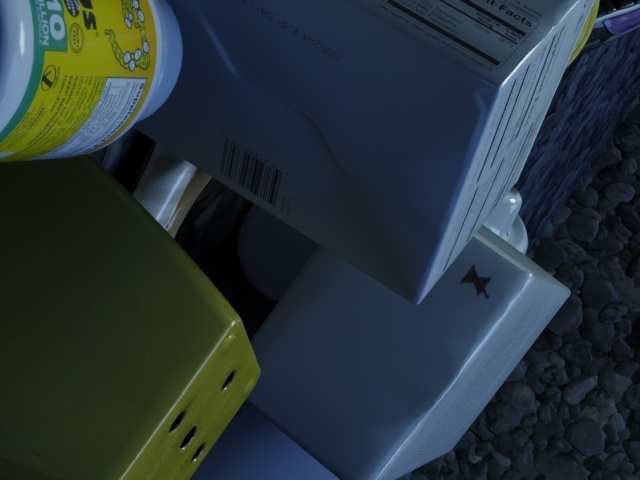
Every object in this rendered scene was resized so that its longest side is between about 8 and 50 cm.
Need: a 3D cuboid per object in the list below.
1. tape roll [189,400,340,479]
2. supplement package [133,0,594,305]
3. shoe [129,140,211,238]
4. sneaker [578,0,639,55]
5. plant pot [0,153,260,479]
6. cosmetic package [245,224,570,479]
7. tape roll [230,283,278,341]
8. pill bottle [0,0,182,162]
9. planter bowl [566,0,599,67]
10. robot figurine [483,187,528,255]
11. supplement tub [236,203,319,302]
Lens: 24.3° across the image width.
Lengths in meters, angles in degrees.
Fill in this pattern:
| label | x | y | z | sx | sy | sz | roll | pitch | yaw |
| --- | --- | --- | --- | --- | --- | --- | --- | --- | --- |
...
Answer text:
| label | x | y | z | sx | sy | sz | roll | pitch | yaw |
| --- | --- | --- | --- | --- | --- | --- | --- | --- | --- |
| tape roll | -0.095 | 0.262 | 1.448 | 0.169 | 0.246 | 0.246 | -42 | 159 | -48 |
| supplement package | 0.010 | -0.127 | 0.936 | 0.145 | 0.262 | 0.204 | -47 | 163 | -37 |
| shoe | -0.136 | -0.017 | 1.123 | 0.219 | 0.058 | 0.076 | -58 | -162 | 14 |
| sneaker | 0.235 | -0.224 | 1.604 | 0.283 | 0.107 | 0.124 | -16 | 157 | -5 |
| plant pot | -0.158 | 0.078 | 0.950 | 0.212 | 0.187 | 0.212 | -54 | 166 | -15 |
| cosmetic package | 0.093 | 0.085 | 1.404 | 0.230 | 0.161 | 0.453 | -53 | 168 | 5 |
| tape roll | -0.070 | 0.137 | 1.631 | 0.219 | 0.072 | 0.219 | -54 | 166 | -19 |
| pill bottle | -0.150 | -0.098 | 0.744 | 0.118 | 0.117 | 0.208 | -62 | 165 | 13 |
| planter bowl | 0.197 | -0.229 | 1.455 | 0.217 | 0.217 | 0.090 | -61 | -154 | 11 |
| robot figurine | 0.129 | 0.047 | 1.862 | 0.300 | 0.199 | 0.353 | -91 | -160 | -57 |
| supplement tub | 0.000 | 0.000 | 1.483 | 0.117 | 0.117 | 0.190 | -61 | 165 | 12 |
